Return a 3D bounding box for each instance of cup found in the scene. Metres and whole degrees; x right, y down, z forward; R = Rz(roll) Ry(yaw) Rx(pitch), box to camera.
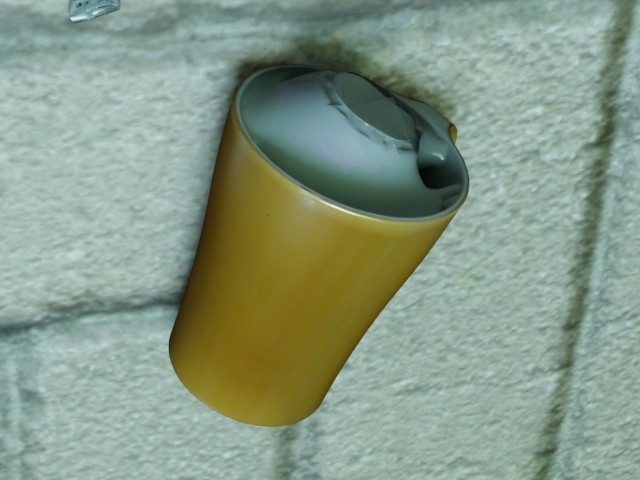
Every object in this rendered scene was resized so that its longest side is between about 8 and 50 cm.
[{"bbox_3d":[0.000,0.000,1.299,0.226,0.182,0.264,-21,146,-47],"label":"cup"}]

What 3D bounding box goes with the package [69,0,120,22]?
[{"bbox_3d":[-0.163,-0.198,1.169,0.037,0.015,0.110,-20,131,-14],"label":"package"}]
